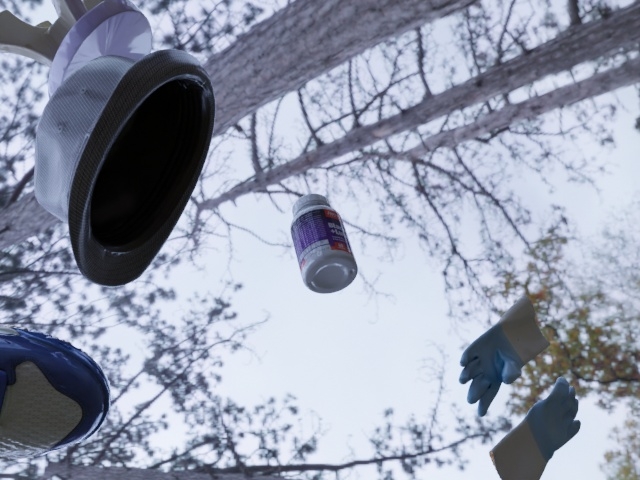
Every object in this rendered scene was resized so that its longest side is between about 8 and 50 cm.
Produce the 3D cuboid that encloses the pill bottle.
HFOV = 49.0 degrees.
[{"bbox_3d":[0.000,0.000,1.364,0.108,0.108,0.193,25,-148,-35],"label":"pill bottle"}]

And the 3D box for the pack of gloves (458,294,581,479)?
[{"bbox_3d":[0.275,0.194,0.905,0.232,0.046,0.195,-28,-91,-46],"label":"pack of gloves"}]

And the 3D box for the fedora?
[{"bbox_3d":[-0.234,-0.097,0.793,0.275,0.124,0.244,-66,-15,3],"label":"fedora"}]

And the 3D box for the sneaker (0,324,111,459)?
[{"bbox_3d":[-0.303,0.116,0.493,0.297,0.131,0.111,9,-85,-13],"label":"sneaker"}]

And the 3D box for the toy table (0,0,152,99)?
[{"bbox_3d":[-0.382,-0.313,1.086,0.161,0.274,0.252,49,-132,3],"label":"toy table"}]
